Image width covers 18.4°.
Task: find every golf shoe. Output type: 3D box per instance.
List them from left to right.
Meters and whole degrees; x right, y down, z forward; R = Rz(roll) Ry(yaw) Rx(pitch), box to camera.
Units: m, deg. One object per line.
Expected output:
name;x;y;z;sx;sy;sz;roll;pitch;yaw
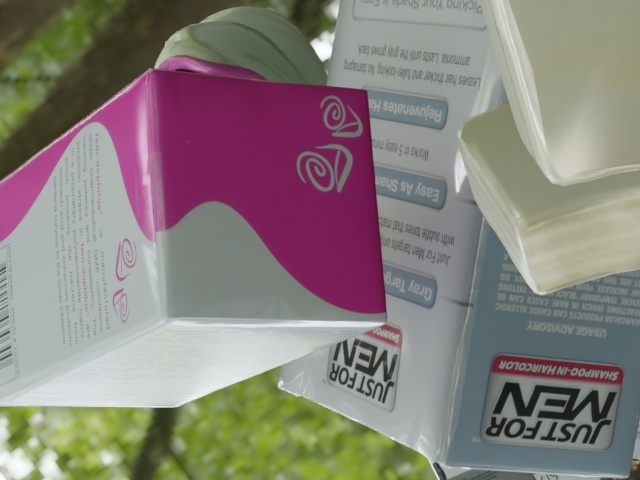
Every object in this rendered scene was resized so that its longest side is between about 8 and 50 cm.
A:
golf shoe;0.000;0.000;1.158;0.306;0.115;0.140;51;-163;4

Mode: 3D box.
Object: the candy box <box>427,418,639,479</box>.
candy box;0.177;0.173;1.466;0.196;0.164;0.070;62;-178;3

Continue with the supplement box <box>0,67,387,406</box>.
supplement box;-0.073;0.007;0.924;0.114;0.220;0.111;3;-104;-28

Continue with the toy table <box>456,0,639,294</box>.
toy table;0.140;0.007;0.469;0.252;0.160;0.274;-115;4;-73

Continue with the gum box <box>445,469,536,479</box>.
gum box;0.046;0.193;1.152;0.188;0.107;0.062;-14;-111;-52

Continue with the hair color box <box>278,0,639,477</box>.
hair color box;0.093;-0.084;1.007;0.113;0.375;0.185;8;-176;-27
